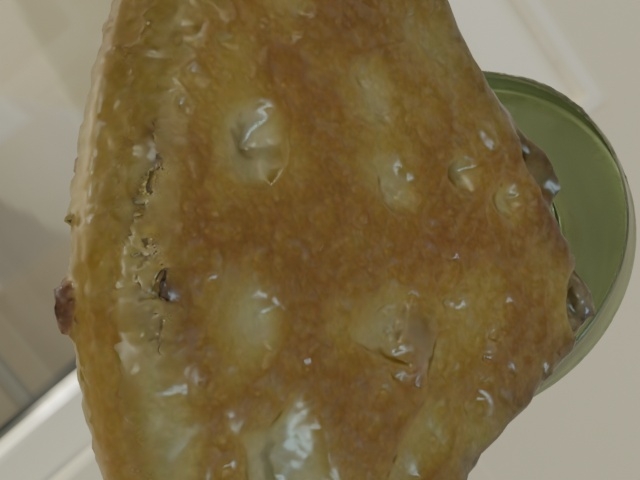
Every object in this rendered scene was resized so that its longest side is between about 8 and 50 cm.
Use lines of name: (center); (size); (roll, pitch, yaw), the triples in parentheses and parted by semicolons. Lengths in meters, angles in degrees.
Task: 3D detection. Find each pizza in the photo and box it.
pizza: (0.000, 0.000, 0.801); (0.278, 0.408, 0.114); (5, -9, -44)

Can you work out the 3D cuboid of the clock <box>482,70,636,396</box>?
clock: (0.083, 0.000, 1.139); (0.235, 0.029, 0.235); (-9, 65, 19)
